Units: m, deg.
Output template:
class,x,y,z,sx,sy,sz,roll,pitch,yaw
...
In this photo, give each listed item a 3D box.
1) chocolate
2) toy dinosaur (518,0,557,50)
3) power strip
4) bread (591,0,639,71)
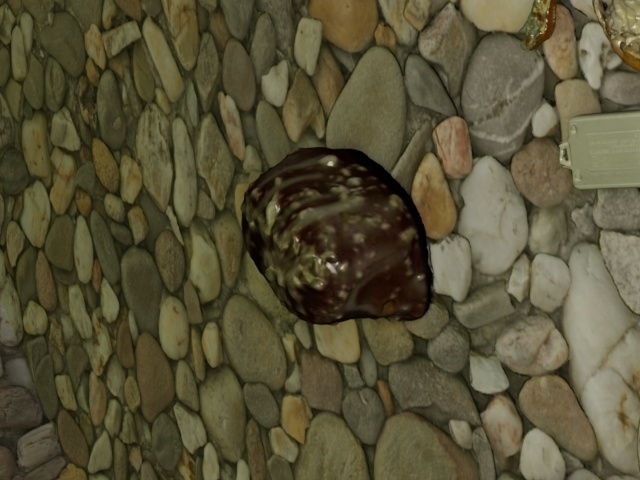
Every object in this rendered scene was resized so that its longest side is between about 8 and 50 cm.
class,x,y,z,sx,sy,sz,roll,pitch,yaw
chocolate,0.000,0.000,2.408,0.340,0.210,0.225,50,138,38
toy dinosaur,0.295,-0.441,1.967,0.205,0.092,0.393,56,138,32
power strip,0.421,-0.113,1.889,0.338,0.058,0.098,1,98,56
bread,0.422,-0.313,1.759,0.274,0.149,0.274,9,101,59
